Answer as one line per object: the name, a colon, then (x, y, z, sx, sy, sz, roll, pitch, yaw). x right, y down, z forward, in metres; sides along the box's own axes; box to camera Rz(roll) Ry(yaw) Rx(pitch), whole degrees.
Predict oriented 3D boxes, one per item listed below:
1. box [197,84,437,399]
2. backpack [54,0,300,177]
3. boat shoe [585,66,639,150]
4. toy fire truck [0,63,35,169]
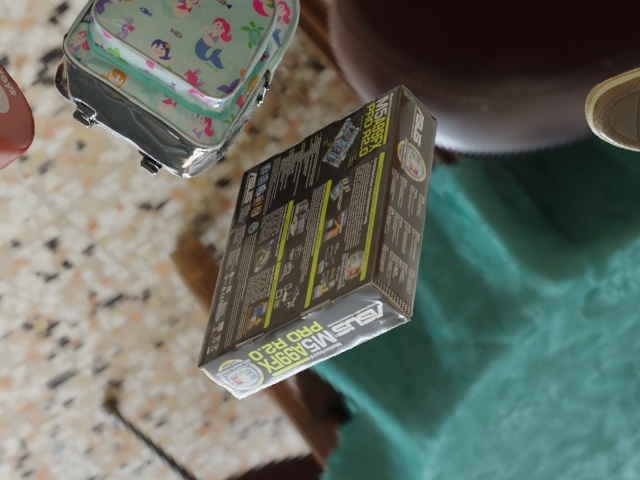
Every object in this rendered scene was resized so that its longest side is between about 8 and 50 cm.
box: (0.000, 0.000, 1.589, 0.216, 0.270, 0.060, -27, 125, 32)
backpack: (-0.147, -0.230, 1.851, 0.253, 0.225, 0.191, -57, -179, -32)
boat shoe: (0.276, -0.112, 1.292, 0.190, 0.072, 0.068, -5, 121, -27)
toy fire truck: (-0.362, -0.141, 1.208, 0.169, 0.254, 0.302, -35, 149, 21)
